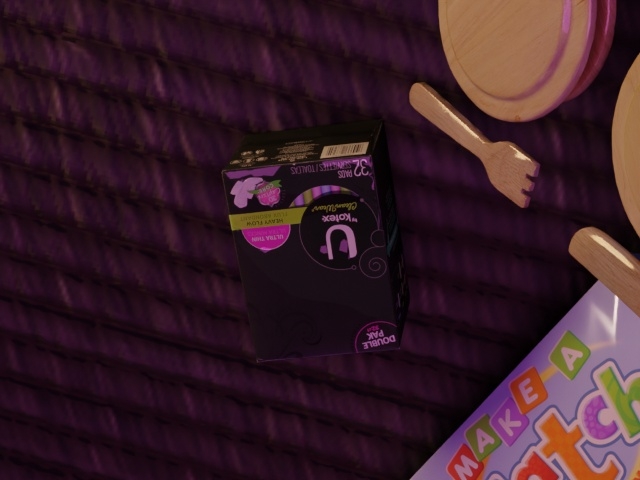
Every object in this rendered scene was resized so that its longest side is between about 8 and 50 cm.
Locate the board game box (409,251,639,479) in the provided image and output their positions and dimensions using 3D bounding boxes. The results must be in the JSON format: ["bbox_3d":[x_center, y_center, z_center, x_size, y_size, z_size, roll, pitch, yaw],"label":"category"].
[{"bbox_3d":[0.134,0.135,0.574,0.160,0.039,0.211,-51,54,25],"label":"board game box"}]

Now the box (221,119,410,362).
[{"bbox_3d":[0.000,0.000,0.608,0.062,0.052,0.083,-5,110,10],"label":"box"}]

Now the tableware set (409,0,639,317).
[{"bbox_3d":[0.110,-0.060,0.523,0.039,0.194,0.128,-8,128,-32],"label":"tableware set"}]
